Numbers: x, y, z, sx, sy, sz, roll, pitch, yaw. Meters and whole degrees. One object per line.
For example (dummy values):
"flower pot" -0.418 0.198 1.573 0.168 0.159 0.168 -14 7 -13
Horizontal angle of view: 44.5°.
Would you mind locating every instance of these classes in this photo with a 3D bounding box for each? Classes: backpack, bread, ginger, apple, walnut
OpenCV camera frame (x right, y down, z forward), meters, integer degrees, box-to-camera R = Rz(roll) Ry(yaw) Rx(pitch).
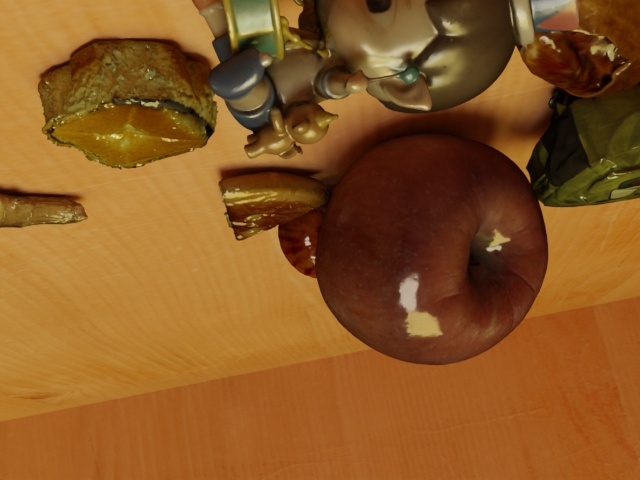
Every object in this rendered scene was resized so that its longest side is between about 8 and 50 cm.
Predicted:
"backpack" 0.356 -0.116 0.942 0.207 0.140 0.253 -9 169 -7
"bread" -0.171 -0.121 0.702 0.140 0.069 0.128 -15 162 25
"bread" -0.085 -0.055 0.997 0.154 0.054 0.136 -27 157 25
"ginger" -0.347 -0.034 0.922 0.137 0.044 0.057 3 140 -42
"apple" 0.129 0.005 0.959 0.305 0.306 0.235 4 -177 -40
"walnut" 0.228 -0.186 0.677 0.115 0.116 0.207 -22 160 31

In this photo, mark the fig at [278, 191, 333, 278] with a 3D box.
"fig" 0.012 -0.005 1.095 0.128 0.128 0.150 -18 165 22

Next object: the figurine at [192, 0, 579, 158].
"figurine" 0.047 -0.165 0.569 0.275 0.161 0.158 -13 143 -8
